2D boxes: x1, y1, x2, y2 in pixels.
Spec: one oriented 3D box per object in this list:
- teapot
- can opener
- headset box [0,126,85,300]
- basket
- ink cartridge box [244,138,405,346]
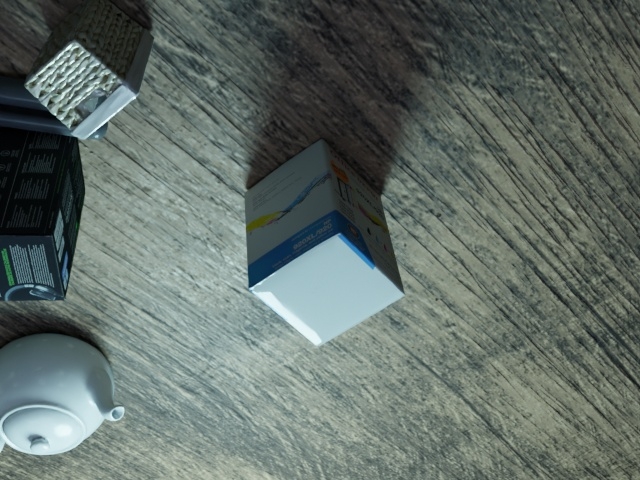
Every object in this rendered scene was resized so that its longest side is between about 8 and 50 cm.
[{"bbox_3d":[-0.509,0.309,1.576,0.252,0.187,0.256,15,130,-19],"label":"teapot"},{"bbox_3d":[-0.445,-0.179,1.192,0.283,0.095,0.076,8,132,-5],"label":"can opener"},{"bbox_3d":[-0.496,-0.041,1.212,0.283,0.246,0.131,-1,132,-7],"label":"headset box"},{"bbox_3d":[-0.299,-0.232,1.115,0.113,0.167,0.103,-33,123,23],"label":"basket"},{"bbox_3d":[0.000,0.000,1.314,0.168,0.233,0.171,-33,127,20],"label":"ink cartridge box"}]
